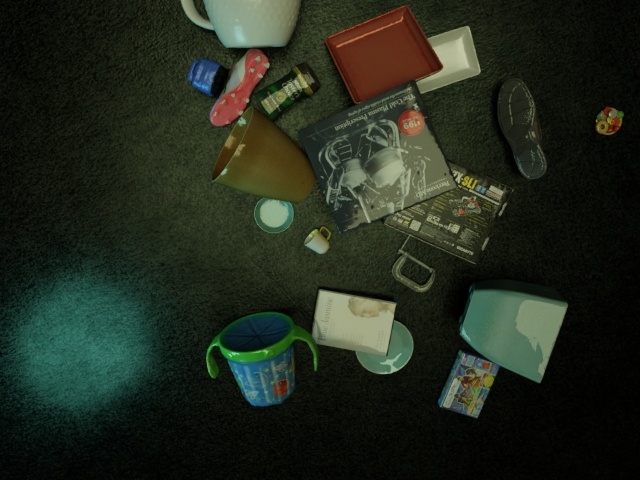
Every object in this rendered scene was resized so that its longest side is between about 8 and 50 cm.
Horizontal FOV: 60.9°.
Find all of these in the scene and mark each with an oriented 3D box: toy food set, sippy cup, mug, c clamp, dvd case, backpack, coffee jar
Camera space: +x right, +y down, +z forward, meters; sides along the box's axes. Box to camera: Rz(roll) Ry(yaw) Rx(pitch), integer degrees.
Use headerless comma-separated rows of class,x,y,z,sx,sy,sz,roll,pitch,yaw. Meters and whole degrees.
toy food set,0.880,-0.364,1.662,0.084,0.020,0.082,6,100,-3
sippy cup,-0.173,0.369,1.659,0.240,0.306,0.223,-29,119,-41
mug,-0.001,0.003,1.670,0.064,0.062,0.078,40,103,-17
mug,-0.222,-0.685,1.447,0.375,0.276,0.327,7,110,26
c clamp,0.299,0.083,1.717,0.161,0.022,0.137,37,97,-8
dvd case,0.102,0.257,1.722,0.253,0.022,0.180,10,97,3
backpack,-0.322,-0.459,1.536,0.101,0.120,0.097,17,100,-6
coffee jar,-0.094,-0.431,1.573,0.184,0.079,0.096,-34,101,3

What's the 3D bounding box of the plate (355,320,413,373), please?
plate,0.205,0.340,1.760,0.188,0.024,0.188,-1,101,-3

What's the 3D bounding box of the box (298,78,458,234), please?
box,0.163,-0.223,1.524,0.344,0.179,0.312,-23,91,11

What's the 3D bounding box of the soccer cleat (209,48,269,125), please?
soccer cleat,-0.240,-0.440,1.567,0.083,0.095,0.248,27,104,-43

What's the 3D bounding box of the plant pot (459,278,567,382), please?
plant pot,0.562,0.243,1.655,0.253,0.247,0.247,17,100,11

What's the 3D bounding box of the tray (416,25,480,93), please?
tray,0.323,-0.517,1.602,0.271,0.030,0.145,-18,100,1

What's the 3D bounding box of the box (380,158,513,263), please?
box,0.380,-0.107,1.659,0.322,0.079,0.257,23,97,-6

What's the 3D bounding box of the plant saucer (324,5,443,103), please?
plant saucer,0.175,-0.514,1.534,0.259,0.047,0.258,-22,66,2

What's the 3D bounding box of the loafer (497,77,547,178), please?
loafer,0.606,-0.334,1.633,0.109,0.095,0.302,-14,98,31

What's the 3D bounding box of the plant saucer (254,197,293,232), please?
plant saucer,-0.142,-0.083,1.665,0.120,0.021,0.119,0,100,-3

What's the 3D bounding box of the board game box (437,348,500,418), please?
board game box,0.488,0.472,1.792,0.136,0.035,0.201,20,99,-6

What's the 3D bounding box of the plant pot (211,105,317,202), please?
plant pot,-0.145,-0.214,1.556,0.255,0.237,0.237,28,98,-22
